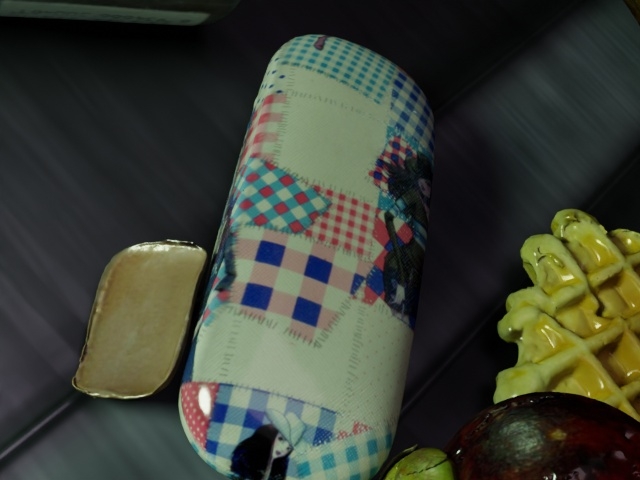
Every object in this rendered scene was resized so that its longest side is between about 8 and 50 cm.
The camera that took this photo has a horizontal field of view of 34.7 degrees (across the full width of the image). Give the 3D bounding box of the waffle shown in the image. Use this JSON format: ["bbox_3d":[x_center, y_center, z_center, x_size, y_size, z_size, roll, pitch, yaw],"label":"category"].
[{"bbox_3d":[0.239,0.104,0.693,0.261,0.056,0.250,21,53,-13],"label":"waffle"}]

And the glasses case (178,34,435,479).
[{"bbox_3d":[0.000,0.000,0.636,0.125,0.076,0.327,21,53,-14],"label":"glasses case"}]

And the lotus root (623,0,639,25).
[{"bbox_3d":[0.340,-0.293,0.922,0.196,0.179,0.397,5,60,-41],"label":"lotus root"}]

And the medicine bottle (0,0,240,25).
[{"bbox_3d":[-0.185,-0.223,0.639,0.273,0.165,0.165,-2,60,-26],"label":"medicine bottle"}]

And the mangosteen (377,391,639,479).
[{"bbox_3d":[0.103,0.157,0.530,0.180,0.166,0.166,0,59,-12],"label":"mangosteen"}]

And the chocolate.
[{"bbox_3d":[-0.097,0.049,0.582,0.064,0.031,0.100,-5,55,18],"label":"chocolate"}]
